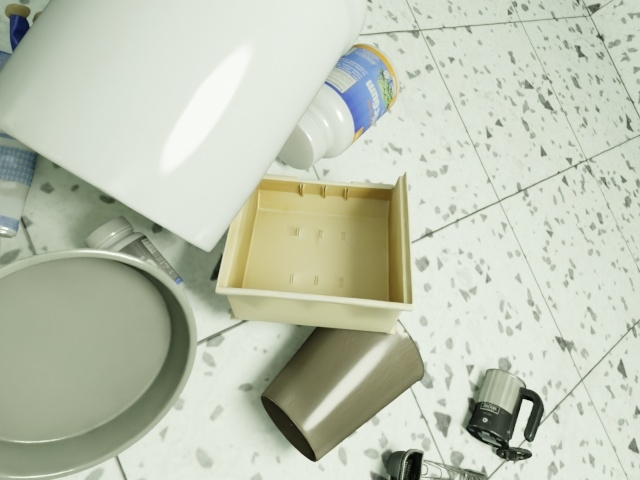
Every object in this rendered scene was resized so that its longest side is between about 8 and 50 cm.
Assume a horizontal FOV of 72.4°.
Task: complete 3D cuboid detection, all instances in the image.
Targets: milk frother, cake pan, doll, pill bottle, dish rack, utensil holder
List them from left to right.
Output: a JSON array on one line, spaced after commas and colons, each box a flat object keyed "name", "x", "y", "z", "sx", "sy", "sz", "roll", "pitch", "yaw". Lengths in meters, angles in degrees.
[{"name": "doll", "x": -0.404, "y": -0.234, "z": 0.632, "sx": 0.129, "sy": 0.046, "sz": 0.189, "roll": -18, "pitch": 96, "yaw": -58}, {"name": "cake pan", "x": -0.298, "y": 0.143, "z": 0.526, "sx": 0.293, "sy": 0.054, "sz": 0.293, "roll": -14, "pitch": 115, "yaw": -34}, {"name": "pill bottle", "x": -0.269, "y": 0.037, "z": 0.634, "sx": 0.078, "sy": 0.078, "sz": 0.137, "roll": -42, "pitch": 97, "yaw": -32}, {"name": "utensil holder", "x": -0.174, "y": -0.225, "z": 0.573, "sx": 0.327, "sy": 0.327, "sz": 0.385, "roll": 34, "pitch": 81, "yaw": -16}, {"name": "pill bottle", "x": 0.025, "y": -0.254, "z": 0.845, "sx": 0.152, "sy": 0.152, "sz": 0.272, "roll": 48, "pitch": 59, "yaw": -9}, {"name": "dish rack", "x": 0.220, "y": 0.498, "z": 0.774, "sx": 0.271, "sy": 0.074, "sz": 0.208, "roll": 24, "pitch": 66, "yaw": -22}, {"name": "milk frother", "x": 0.385, "y": 0.367, "z": 0.905, "sx": 0.135, "sy": 0.129, "sz": 0.143, "roll": -55, "pitch": 147, "yaw": -29}]

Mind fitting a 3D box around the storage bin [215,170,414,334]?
[{"name": "storage bin", "x": 0.000, "y": 0.000, "z": 0.689, "sx": 0.262, "sy": 0.123, "sz": 0.260, "roll": 5, "pitch": 58, "yaw": 1}]

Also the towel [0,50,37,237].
[{"name": "towel", "x": -0.501, "y": -0.149, "z": 0.587, "sx": 0.209, "sy": 0.034, "sz": 0.285, "roll": 10, "pitch": 70, "yaw": -27}]

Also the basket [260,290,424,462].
[{"name": "basket", "x": 0.030, "y": 0.225, "z": 0.710, "sx": 0.227, "sy": 0.154, "sz": 0.204, "roll": -37, "pitch": 97, "yaw": -29}]
